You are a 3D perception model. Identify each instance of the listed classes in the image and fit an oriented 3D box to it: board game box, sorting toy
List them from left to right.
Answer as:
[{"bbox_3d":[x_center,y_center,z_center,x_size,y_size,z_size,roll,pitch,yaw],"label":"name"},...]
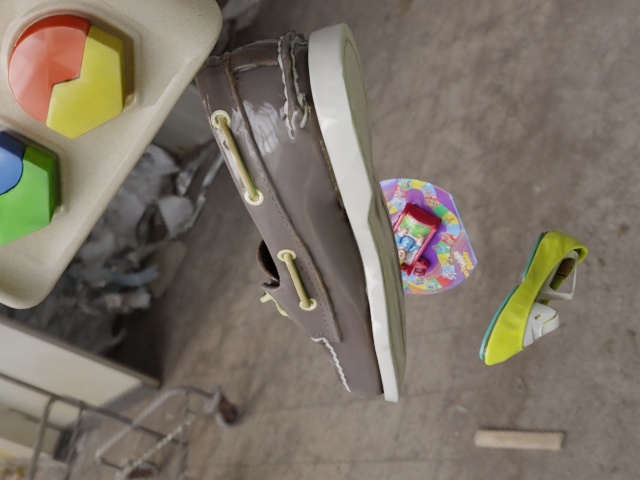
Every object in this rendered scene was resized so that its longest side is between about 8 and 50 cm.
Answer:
[{"bbox_3d":[-0.180,-0.077,0.494,0.208,0.193,0.038,-53,23,19],"label":"sorting toy"},{"bbox_3d":[0.107,0.006,1.179,0.133,0.168,0.033,-11,31,26],"label":"board game box"}]

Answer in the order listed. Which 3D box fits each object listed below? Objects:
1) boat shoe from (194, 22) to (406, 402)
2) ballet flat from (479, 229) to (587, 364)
[{"bbox_3d":[0.000,0.000,0.690,0.097,0.324,0.116,-7,45,9],"label":"boat shoe"},{"bbox_3d":[0.291,0.077,1.314,0.077,0.077,0.231,18,56,26],"label":"ballet flat"}]
